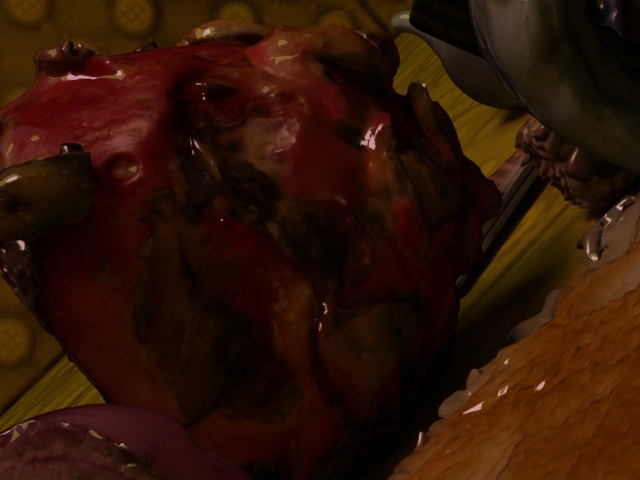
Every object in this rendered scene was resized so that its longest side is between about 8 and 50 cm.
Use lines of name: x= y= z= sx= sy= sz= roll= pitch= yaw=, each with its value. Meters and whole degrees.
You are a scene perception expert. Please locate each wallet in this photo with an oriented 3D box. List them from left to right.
wallet: x=0.101 y=-0.005 z=1.334 sx=0.103 sy=0.020 sz=0.196 roll=-42 pitch=6 yaw=46

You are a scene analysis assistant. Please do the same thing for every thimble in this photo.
thimble: x=0.188 y=-0.131 z=0.853 sx=0.250 sy=0.205 sz=0.172 roll=-14 pitch=8 yaw=3

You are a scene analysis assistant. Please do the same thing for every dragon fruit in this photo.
dragon fruit: x=-0.042 y=-0.014 z=1.107 sx=0.263 sy=0.296 sz=0.314 roll=-40 pitch=15 yaw=-8

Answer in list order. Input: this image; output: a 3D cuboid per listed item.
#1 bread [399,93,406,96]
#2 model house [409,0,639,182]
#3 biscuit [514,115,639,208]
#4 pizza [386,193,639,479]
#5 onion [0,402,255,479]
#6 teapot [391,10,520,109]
bread: x=0.006 y=-0.007 z=1.348 sx=0.244 sy=0.123 sz=0.190 roll=-45 pitch=1 yaw=41
model house: x=0.150 y=-0.126 z=1.022 sx=0.172 sy=0.183 sz=0.166 roll=-62 pitch=-5 yaw=-4
biscuit: x=0.194 y=-0.089 z=1.140 sx=0.168 sy=0.070 sz=0.082 roll=-41 pitch=10 yaw=-5
pizza: x=0.109 y=0.077 z=0.564 sx=0.392 sy=0.080 sz=0.435 roll=-45 pitch=6 yaw=-26
onion: x=-0.086 y=0.168 z=0.697 sx=0.200 sy=0.200 sz=0.207 roll=-34 pitch=50 yaw=52
teapot: x=0.182 y=-0.207 z=1.675 sx=0.193 sy=0.129 sz=0.294 roll=-48 pitch=9 yaw=-36
